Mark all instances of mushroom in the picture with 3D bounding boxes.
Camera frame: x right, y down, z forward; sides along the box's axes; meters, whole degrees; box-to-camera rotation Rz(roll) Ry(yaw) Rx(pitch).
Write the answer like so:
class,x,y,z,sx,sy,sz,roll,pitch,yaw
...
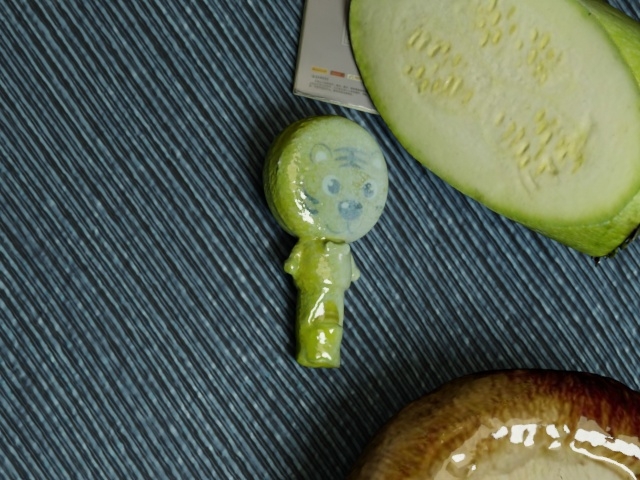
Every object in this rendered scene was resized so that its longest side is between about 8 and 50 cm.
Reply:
class,x,y,z,sx,sy,sz,roll,pitch,yaw
mushroom,0.162,0.255,1.371,0.345,0.239,0.345,6,80,-39

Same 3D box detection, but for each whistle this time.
class,x,y,z,sx,sy,sz,roll,pitch,yaw
whistle,0.000,0.000,1.447,0.104,0.057,0.198,6,85,-33

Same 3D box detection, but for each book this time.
class,x,y,z,sx,sy,sz,roll,pitch,yaw
book,0.048,-0.190,1.519,0.127,0.014,0.182,11,76,-16

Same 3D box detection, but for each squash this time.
class,x,y,z,sx,sy,sz,roll,pitch,yaw
squash,0.142,-0.118,1.422,0.260,0.189,0.189,28,71,-8
